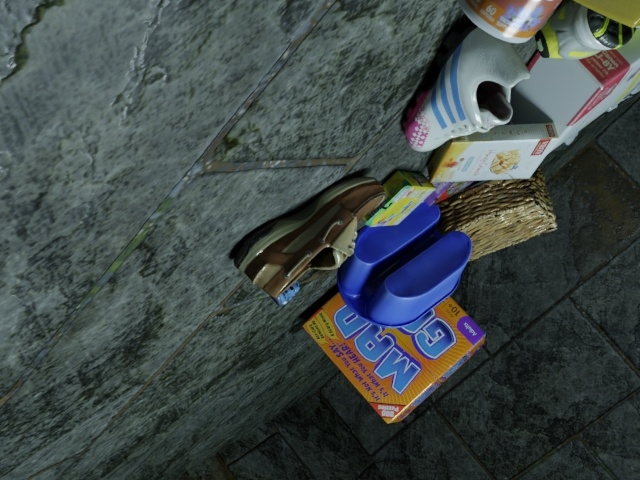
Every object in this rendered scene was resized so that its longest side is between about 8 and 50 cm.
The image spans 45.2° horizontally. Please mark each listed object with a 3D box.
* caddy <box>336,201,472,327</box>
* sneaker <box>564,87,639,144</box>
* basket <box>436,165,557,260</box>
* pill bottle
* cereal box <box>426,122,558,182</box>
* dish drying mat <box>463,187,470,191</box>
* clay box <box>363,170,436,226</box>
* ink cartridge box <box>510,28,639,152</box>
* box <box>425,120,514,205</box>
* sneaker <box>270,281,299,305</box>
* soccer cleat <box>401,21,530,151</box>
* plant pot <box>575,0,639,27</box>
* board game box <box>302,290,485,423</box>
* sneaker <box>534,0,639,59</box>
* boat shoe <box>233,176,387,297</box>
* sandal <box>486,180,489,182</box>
[{"bbox_3d":[0.201,0.061,1.856,0.341,0.241,0.179,-32,160,-28],"label":"caddy"},{"bbox_3d":[0.715,-0.380,2.064,0.366,0.137,0.210,-18,156,-46],"label":"sneaker"},{"bbox_3d":[0.437,-0.109,2.034,0.299,0.223,0.213,-23,148,29],"label":"basket"},{"bbox_3d":[0.269,-0.357,0.929,0.121,0.121,0.216,-27,161,-43],"label":"pill bottle"},{"bbox_3d":[0.369,-0.187,1.663,0.240,0.047,0.173,-3,156,-9],"label":"cereal box"},{"bbox_3d":[0.447,-0.145,2.357,0.032,0.008,0.083,-41,166,0],"label":"dish drying mat"},{"bbox_3d":[0.162,-0.090,1.657,0.127,0.053,0.222,-44,165,18],"label":"clay box"},{"bbox_3d":[0.618,-0.396,1.670,0.385,0.160,0.279,-35,166,-21],"label":"ink cartridge box"},{"bbox_3d":[0.381,-0.198,1.890,0.293,0.057,0.201,-25,160,-49],"label":"box"},{"bbox_3d":[-0.080,0.103,1.631,0.059,0.053,0.144,-40,175,3],"label":"sneaker"},{"bbox_3d":[0.230,-0.211,1.249,0.116,0.143,0.331,-35,166,-20],"label":"soccer cleat"},{"bbox_3d":[0.435,-0.414,1.055,0.212,0.187,0.212,-26,161,-46],"label":"plant pot"},{"bbox_3d":[0.225,0.276,2.230,0.356,0.356,0.356,-42,164,0],"label":"board game box"},{"bbox_3d":[0.523,-0.435,1.427,0.147,0.145,0.385,-10,-165,44],"label":"sneaker"},{"bbox_3d":[0.000,0.000,1.358,0.324,0.120,0.122,-32,165,-30],"label":"boat shoe"},{"bbox_3d":[0.514,-0.114,2.489,0.446,0.107,0.167,-27,167,-1],"label":"sandal"}]
